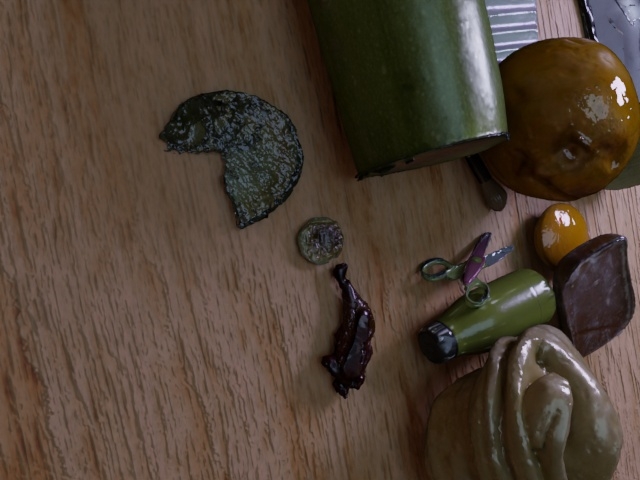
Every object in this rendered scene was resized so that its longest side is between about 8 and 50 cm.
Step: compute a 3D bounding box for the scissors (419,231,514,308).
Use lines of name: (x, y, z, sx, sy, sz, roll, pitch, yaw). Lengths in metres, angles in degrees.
scissors: (0.278, 0.043, 1.041, 0.187, 0.133, 0.020, -34, 144, -33)

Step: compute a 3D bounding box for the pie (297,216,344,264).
pie: (0.000, 0.000, 0.947, 0.084, 0.020, 0.084, 1, 87, -25)

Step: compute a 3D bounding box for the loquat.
loquat: (0.417, -0.212, 1.005, 0.276, 0.276, 0.284, 57, 36, -12)

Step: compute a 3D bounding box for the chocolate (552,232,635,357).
chocolate: (0.516, 0.099, 1.118, 0.157, 0.080, 0.254, -29, 124, -6)

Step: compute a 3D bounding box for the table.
table: (0.725, -0.457, 1.164, 0.222, 0.272, 0.335, -17, 95, -24)

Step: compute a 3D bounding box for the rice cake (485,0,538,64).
rice cake: (0.332, -0.405, 1.078, 0.198, 0.037, 0.189, -7, 95, -25)

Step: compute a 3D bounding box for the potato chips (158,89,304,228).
potato chips: (-0.130, -0.139, 0.892, 0.220, 0.029, 0.202, 37, 73, -22)

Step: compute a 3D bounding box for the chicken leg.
chicken leg: (0.050, 0.149, 0.948, 0.089, 0.048, 0.219, 11, 83, -27)

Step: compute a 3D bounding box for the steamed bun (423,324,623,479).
steamed bun: (0.345, 0.340, 0.946, 0.324, 0.230, 0.372, 32, 96, -25)

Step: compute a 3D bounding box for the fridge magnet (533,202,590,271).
fridge magnet: (0.478, -0.004, 1.145, 0.143, 0.063, 0.143, 1, 88, -27)

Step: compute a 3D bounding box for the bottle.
bottle: (0.294, 0.140, 1.027, 0.260, 0.112, 0.112, -20, 96, -24)

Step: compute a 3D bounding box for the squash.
squash: (0.133, -0.303, 0.891, 0.263, 0.263, 0.385, -17, 95, -24)

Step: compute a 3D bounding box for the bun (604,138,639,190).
bun: (0.594, -0.201, 1.165, 0.212, 0.203, 0.127, 56, 36, -48)

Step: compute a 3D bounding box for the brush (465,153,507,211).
brush: (0.269, -0.183, 1.076, 0.042, 0.039, 0.299, -36, 99, -25)
